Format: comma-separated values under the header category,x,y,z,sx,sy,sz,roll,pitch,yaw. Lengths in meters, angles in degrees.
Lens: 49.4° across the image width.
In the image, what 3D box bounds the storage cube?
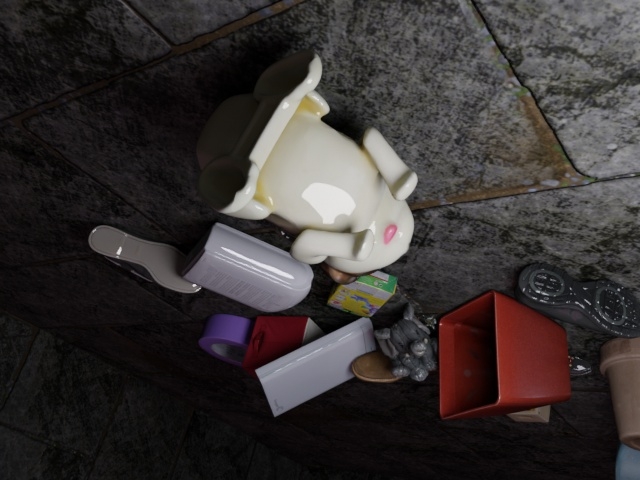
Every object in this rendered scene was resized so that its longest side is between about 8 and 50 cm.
category,x,y,z,sx,sy,sz,roll,pitch,yaw
storage cube,-0.097,0.357,2.189,0.193,0.183,0.215,-3,147,31

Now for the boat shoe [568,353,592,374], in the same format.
category,x,y,z,sx,sy,sz,roll,pitch,yaw
boat shoe,0.652,0.325,1.849,0.133,0.049,0.042,10,161,22

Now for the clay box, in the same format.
category,x,y,z,sx,sy,sz,roll,pitch,yaw
clay box,0.101,0.133,1.795,0.127,0.053,0.222,20,154,-6

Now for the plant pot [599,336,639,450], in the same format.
category,x,y,z,sx,sy,sz,roll,pitch,yaw
plant pot,0.803,0.380,1.672,0.263,0.229,0.263,14,152,7

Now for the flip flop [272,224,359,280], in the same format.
category,x,y,z,sx,sy,sz,roll,pitch,yaw
flip flop,0.000,0.000,1.561,0.277,0.112,0.080,30,176,-30

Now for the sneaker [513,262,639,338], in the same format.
category,x,y,z,sx,sy,sz,roll,pitch,yaw
sneaker,0.558,0.137,1.509,0.286,0.109,0.130,23,160,7

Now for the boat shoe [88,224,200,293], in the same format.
category,x,y,z,sx,sy,sz,roll,pitch,yaw
boat shoe,-0.475,0.050,1.923,0.335,0.112,0.095,25,170,-4

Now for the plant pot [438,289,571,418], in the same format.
category,x,y,z,sx,sy,sz,roll,pitch,yaw
plant pot,0.460,0.302,1.715,0.236,0.267,0.267,11,156,-18

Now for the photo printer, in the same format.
category,x,y,z,sx,sy,sz,roll,pitch,yaw
photo printer,-0.182,0.084,1.802,0.307,0.107,0.256,24,153,-15

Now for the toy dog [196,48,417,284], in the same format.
category,x,y,z,sx,sy,sz,roll,pitch,yaw
toy dog,-0.010,-0.074,1.228,0.408,0.284,0.395,35,161,-31

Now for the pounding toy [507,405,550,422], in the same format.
category,x,y,z,sx,sy,sz,roll,pitch,yaw
pounding toy,0.602,0.484,2.089,0.141,0.130,0.100,-12,141,44

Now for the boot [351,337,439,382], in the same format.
category,x,y,z,sx,sy,sz,roll,pitch,yaw
boot,0.239,0.331,1.997,0.305,0.112,0.115,-8,139,-2

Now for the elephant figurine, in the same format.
category,x,y,z,sx,sy,sz,roll,pitch,yaw
elephant figurine,0.226,0.251,1.819,0.186,0.169,0.239,6,149,27

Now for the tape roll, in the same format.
category,x,y,z,sx,sy,sz,roll,pitch,yaw
tape roll,-0.273,0.349,2.379,0.275,0.090,0.275,13,154,7

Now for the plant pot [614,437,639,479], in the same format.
category,x,y,z,sx,sy,sz,roll,pitch,yaw
plant pot,0.956,0.570,1.946,0.247,0.248,0.252,-1,132,32

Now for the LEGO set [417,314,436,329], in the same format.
category,x,y,z,sx,sy,sz,roll,pitch,yaw
LEGO set,0.289,0.215,1.882,0.083,0.023,0.054,10,144,47

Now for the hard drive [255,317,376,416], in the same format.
category,x,y,z,sx,sy,sz,roll,pitch,yaw
hard drive,-0.003,0.370,2.024,0.353,0.047,0.233,-24,140,-11
